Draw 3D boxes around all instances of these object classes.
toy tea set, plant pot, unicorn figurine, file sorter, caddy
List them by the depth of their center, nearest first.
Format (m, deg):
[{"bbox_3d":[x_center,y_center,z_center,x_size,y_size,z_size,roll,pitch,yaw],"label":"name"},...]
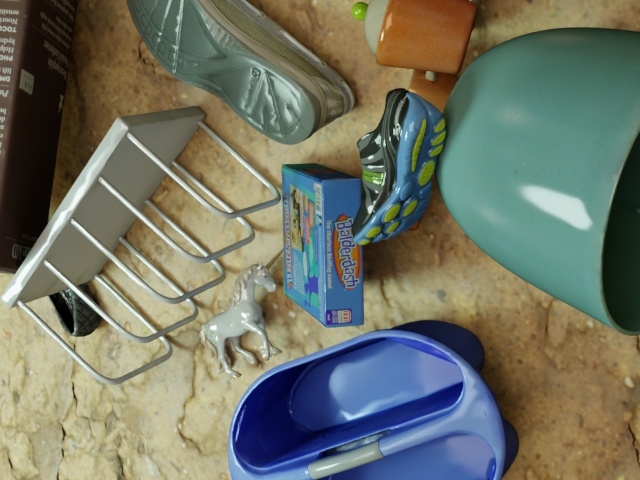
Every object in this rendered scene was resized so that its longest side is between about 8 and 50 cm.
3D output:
[{"bbox_3d":[0.259,-0.082,1.384,0.235,0.293,0.293,23,107,36],"label":"plant pot"},{"bbox_3d":[0.079,-0.151,1.488,0.124,0.200,0.336,16,109,5],"label":"toy tea set"},{"bbox_3d":[0.058,0.228,1.566,0.341,0.179,0.241,-23,89,25],"label":"caddy"},{"bbox_3d":[-0.203,0.005,1.643,0.173,0.193,0.277,41,111,11],"label":"file sorter"},{"bbox_3d":[-0.092,0.099,1.677,0.162,0.060,0.111,-31,85,24],"label":"unicorn figurine"}]

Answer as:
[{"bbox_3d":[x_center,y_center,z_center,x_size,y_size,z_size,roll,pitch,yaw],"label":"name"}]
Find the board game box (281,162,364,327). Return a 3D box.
[{"bbox_3d":[0.000,0.000,1.550,0.047,0.210,0.160,-3,99,-14],"label":"board game box"}]

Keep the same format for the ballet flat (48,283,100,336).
[{"bbox_3d":[-0.344,0.049,1.787,0.057,0.049,0.173,-40,81,23],"label":"ballet flat"}]

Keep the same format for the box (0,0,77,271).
[{"bbox_3d":[-0.396,-0.155,1.642,0.143,0.191,0.381,8,87,5],"label":"box"}]

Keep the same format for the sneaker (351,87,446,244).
[{"bbox_3d":[0.072,-0.073,1.392,0.078,0.067,0.188,52,140,36],"label":"sneaker"}]

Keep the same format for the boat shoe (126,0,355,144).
[{"bbox_3d":[-0.102,-0.234,1.622,0.320,0.103,0.118,38,130,20],"label":"boat shoe"}]
